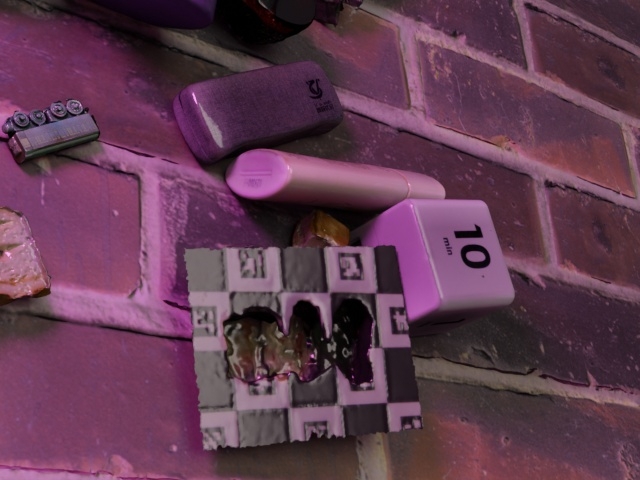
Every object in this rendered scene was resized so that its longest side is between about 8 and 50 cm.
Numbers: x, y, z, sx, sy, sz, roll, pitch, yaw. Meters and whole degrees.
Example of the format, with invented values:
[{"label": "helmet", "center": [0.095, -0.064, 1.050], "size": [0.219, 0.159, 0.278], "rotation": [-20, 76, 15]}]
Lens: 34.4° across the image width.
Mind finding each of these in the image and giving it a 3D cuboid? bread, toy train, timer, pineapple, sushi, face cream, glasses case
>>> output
[{"label": "bread", "center": [-0.001, 0.000, 1.707], "size": [0.083, 0.077, 0.070], "rotation": [32, 39, -23]}, {"label": "bread", "center": [-0.453, 0.027, 1.292], "size": [0.232, 0.088, 0.128], "rotation": [-6, 82, -50]}, {"label": "toy train", "center": [-0.385, -0.160, 1.478], "size": [0.148, 0.038, 0.070], "rotation": [-26, 89, -46]}, {"label": "timer", "center": [0.179, 0.049, 1.750], "size": [0.195, 0.194, 0.192], "rotation": [-1, 69, -40]}, {"label": "pineapple", "center": [0.057, -0.520, 2.003], "size": [0.128, 0.128, 0.248], "rotation": [39, 53, -19]}, {"label": "sushi", "center": [-0.115, -0.435, 1.767], "size": [0.225, 0.126, 0.136], "rotation": [40, 69, -26]}, {"label": "face cream", "center": [0.029, -0.092, 1.716], "size": [0.349, 0.174, 0.081], "rotation": [5, 89, -41]}, {"label": "sushi", "center": [-0.042, 0.163, 1.579], "size": [0.373, 0.100, 0.296], "rotation": [-1, 77, -30]}, {"label": "glasses case", "center": [-0.098, -0.220, 1.734], "size": [0.323, 0.074, 0.131], "rotation": [-21, 84, -45]}]

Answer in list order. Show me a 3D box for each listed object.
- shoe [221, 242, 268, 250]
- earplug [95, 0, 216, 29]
[{"label": "shoe", "center": [-0.069, 0.039, 1.621], "size": [0.195, 0.077, 0.074], "rotation": [17, 59, -35]}, {"label": "earplug", "center": [-0.216, -0.571, 1.601], "size": [0.215, 0.215, 0.455], "rotation": [19, 82, -34]}]
